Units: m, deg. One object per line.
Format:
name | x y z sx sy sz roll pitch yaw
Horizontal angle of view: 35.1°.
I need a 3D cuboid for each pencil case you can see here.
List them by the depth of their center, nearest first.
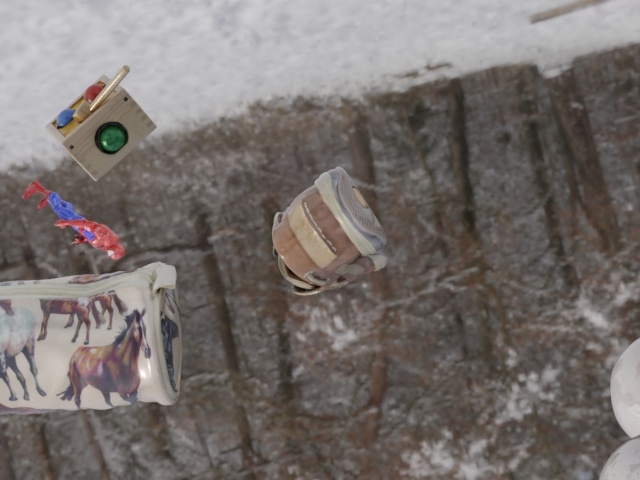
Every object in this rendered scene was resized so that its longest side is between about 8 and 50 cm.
pencil case | -0.348 0.112 1.157 0.411 0.183 0.159 -4 -139 7

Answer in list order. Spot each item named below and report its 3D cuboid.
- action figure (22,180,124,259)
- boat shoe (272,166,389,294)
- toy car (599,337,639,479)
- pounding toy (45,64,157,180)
action figure | -0.208 -0.013 0.867 0.115 0.030 0.038 28 166 29
boat shoe | 0.000 0.000 1.142 0.116 0.123 0.324 -34 170 -1
toy car | 0.227 0.087 0.541 0.159 0.136 0.182 -9 -144 29
pounding toy | -0.291 -0.165 1.346 0.130 0.100 0.141 -43 -149 -7
